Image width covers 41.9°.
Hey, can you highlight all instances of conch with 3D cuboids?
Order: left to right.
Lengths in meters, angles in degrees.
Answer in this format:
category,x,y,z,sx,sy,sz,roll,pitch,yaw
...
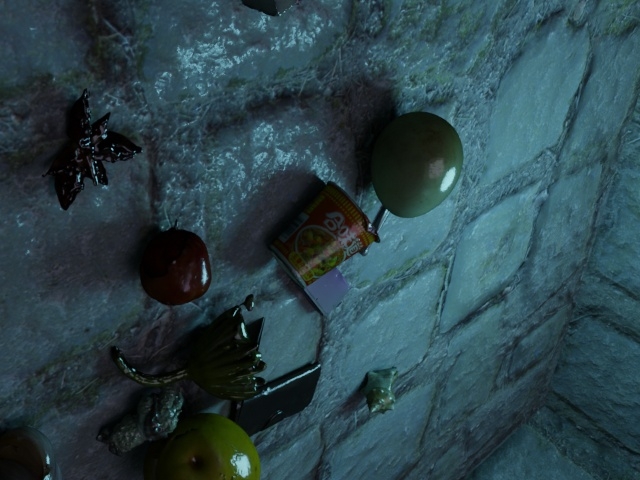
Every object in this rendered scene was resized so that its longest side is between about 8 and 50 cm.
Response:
category,x,y,z,sx,sy,sz,roll,pitch,yaw
conch,0.187,0.460,2.638,0.137,0.114,0.234,99,5,-48

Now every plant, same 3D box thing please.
category,x,y,z,sx,sy,sz,roll,pitch,yaw
plant,-0.293,0.272,1.881,0.333,0.180,0.251,-9,116,-15

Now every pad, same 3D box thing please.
category,x,y,z,sx,sy,sz,roll,pitch,yaw
pad,-0.171,0.323,2.055,0.158,0.003,0.235,-83,-171,-64

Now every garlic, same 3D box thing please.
category,x,y,z,sx,sy,sz,roll,pitch,yaw
garlic,-0.603,0.468,1.578,0.207,0.207,0.256,-54,-176,-2

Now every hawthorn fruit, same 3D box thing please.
category,x,y,z,sx,sy,sz,roll,pitch,yaw
hawthorn fruit,-0.283,0.042,1.645,0.148,0.148,0.172,-8,114,-48

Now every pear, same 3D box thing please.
category,x,y,z,sx,sy,sz,roll,pitch,yaw
pear,-0.277,0.564,1.980,0.285,0.285,0.336,-31,143,-31

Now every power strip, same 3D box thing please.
category,x,y,z,sx,sy,sz,roll,pitch,yaw
power strip,-0.004,0.099,2.130,0.109,0.037,0.279,-48,146,-10

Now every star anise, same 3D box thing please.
category,x,y,z,sx,sy,sz,roll,pitch,yaw
star anise,-0.385,-0.147,1.424,0.157,0.053,0.212,11,108,-53

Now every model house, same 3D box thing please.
category,x,y,z,sx,sy,sz,roll,pitch,yaw
model house,-0.080,-0.464,1.485,0.100,0.100,0.088,-39,142,-25

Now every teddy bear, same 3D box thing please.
category,x,y,z,sx,sy,sz,roll,pitch,yaw
teddy bear,-0.380,0.410,1.866,0.213,0.111,0.133,-41,141,-23

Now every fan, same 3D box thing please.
category,x,y,z,sx,sy,sz,roll,pitch,yaw
fan,0.182,-0.081,2.221,0.282,0.023,0.057,-61,155,8

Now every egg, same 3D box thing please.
category,x,y,z,sx,sy,sz,roll,pitch,yaw
egg,0.226,-0.174,2.022,0.218,0.218,0.295,-31,154,-32

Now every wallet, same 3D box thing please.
category,x,y,z,sx,sy,sz,roll,pitch,yaw
wallet,-0.125,0.443,2.278,0.309,0.042,0.165,-18,130,-43

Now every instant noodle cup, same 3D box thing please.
category,x,y,z,sx,sy,sz,roll,pitch,yaw
instant noodle cup,0.000,0.000,1.936,0.212,0.193,0.193,-40,145,-8
